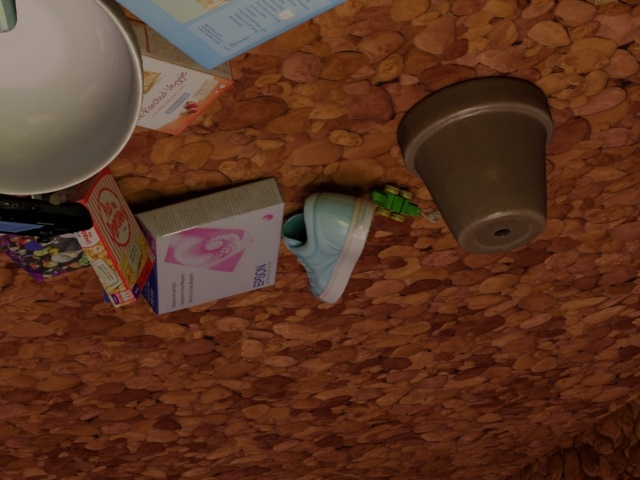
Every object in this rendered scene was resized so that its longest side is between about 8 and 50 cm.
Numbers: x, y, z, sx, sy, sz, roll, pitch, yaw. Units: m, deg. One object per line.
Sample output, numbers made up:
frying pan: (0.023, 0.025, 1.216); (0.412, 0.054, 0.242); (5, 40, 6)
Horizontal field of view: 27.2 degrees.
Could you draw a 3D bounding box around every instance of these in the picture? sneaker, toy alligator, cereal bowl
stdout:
sneaker: (0.000, 0.000, 2.465); (0.150, 0.135, 0.366); (18, 151, -1)
toy alligator: (0.145, -0.066, 2.444); (0.190, 0.056, 0.051); (17, -176, -45)
cereal bowl: (-0.401, -0.236, 1.742); (0.339, 0.141, 0.339); (-2, 124, -4)

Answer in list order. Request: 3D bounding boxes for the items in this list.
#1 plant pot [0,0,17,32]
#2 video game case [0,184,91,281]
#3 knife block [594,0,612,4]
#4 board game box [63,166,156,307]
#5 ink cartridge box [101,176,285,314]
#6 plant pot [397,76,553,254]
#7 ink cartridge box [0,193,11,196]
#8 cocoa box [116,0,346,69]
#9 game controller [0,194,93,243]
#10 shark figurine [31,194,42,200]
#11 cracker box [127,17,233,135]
plant pot: (-0.463, -0.384, 1.400); (0.247, 0.247, 0.252); (-6, 137, -10)
video game case: (-0.453, -0.014, 2.322); (0.210, 0.041, 0.232); (-16, 153, 8)
knife block: (0.421, -0.434, 1.786); (0.276, 0.088, 0.242); (-13, 154, 6)
board game box: (-0.344, -0.009, 2.162); (0.045, 0.146, 0.193); (-19, 113, 16)
ink cartridge box: (-0.235, 0.028, 2.407); (0.330, 0.071, 0.324); (-16, 155, -13)
plant pot: (0.276, -0.109, 2.210); (0.263, 0.229, 0.263); (-8, 152, -4)
ink cartridge box: (-0.464, -0.156, 1.908); (0.127, 0.072, 0.175); (-17, 110, 12)
cocoa box: (-0.146, -0.394, 1.495); (0.231, 0.228, 0.347); (-23, 151, 22)
game controller: (-0.478, -0.036, 1.824); (0.319, 0.067, 0.166); (6, 180, -39)
shark figurine: (-0.431, -0.124, 2.028); (0.166, 0.116, 0.278); (21, 152, -26)
cracker box: (-0.266, -0.240, 1.927); (0.232, 0.067, 0.156); (12, 145, -37)
